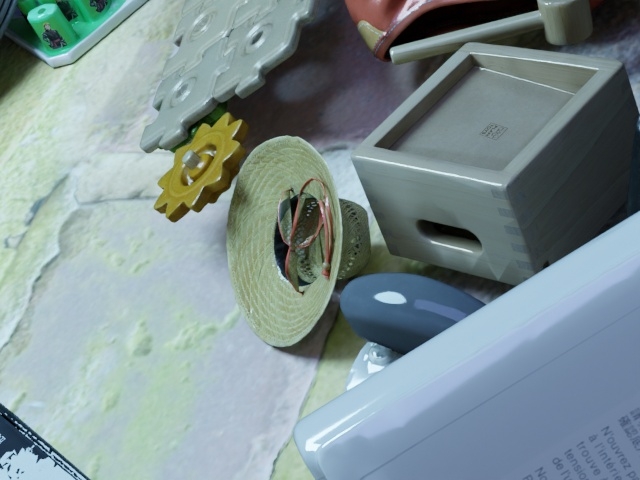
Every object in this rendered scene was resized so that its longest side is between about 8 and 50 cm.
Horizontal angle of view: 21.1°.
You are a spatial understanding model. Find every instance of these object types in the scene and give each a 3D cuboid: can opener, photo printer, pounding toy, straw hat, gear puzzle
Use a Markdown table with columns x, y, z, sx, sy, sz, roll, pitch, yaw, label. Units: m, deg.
| x | y | z | sx | sy | sz | roll | pitch | yaw | label |
| --- | --- | --- | --- | --- | --- | --- | --- | --- | --- |
| 0.116 | 0.094 | 0.930 | 0.283 | 0.095 | 0.076 | 23 | 64 | 42 | can opener |
| 0.180 | 0.113 | 0.779 | 0.307 | 0.256 | 0.107 | -32 | -3 | -1 | photo printer |
| 0.121 | -0.074 | 1.101 | 0.181 | 0.094 | 0.206 | 14 | 48 | 44 | pounding toy |
| 0.000 | 0.000 | 1.108 | 0.061 | 0.144 | 0.144 | -1 | 30 | -32 | straw hat |
| -0.050 | -0.137 | 1.251 | 0.175 | 0.044 | 0.339 | -31 | 32 | 34 | gear puzzle |

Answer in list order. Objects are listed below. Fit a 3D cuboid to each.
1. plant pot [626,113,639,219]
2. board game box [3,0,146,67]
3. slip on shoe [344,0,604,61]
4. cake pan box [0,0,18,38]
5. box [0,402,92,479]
| x | y | z | sx | sy | sz | roll | pitch | yaw | label |
| --- | --- | --- | --- | --- | --- | --- | --- | --- | --- |
| 0.270 | -0.041 | 0.923 | 0.187 | 0.167 | 0.188 | 13 | 56 | 37 | plant pot |
| -0.198 | -0.356 | 1.577 | 0.390 | 0.050 | 0.390 | -42 | 43 | -14 | board game box |
| 0.174 | -0.196 | 1.185 | 0.331 | 0.123 | 0.101 | -12 | 83 | 9 | slip on shoe |
| -0.369 | -0.203 | 1.464 | 0.267 | 0.070 | 0.245 | 8 | 69 | 40 | cake pan box |
| -0.210 | 0.203 | 1.022 | 0.180 | 0.077 | 0.147 | -44 | 44 | -15 | box |
